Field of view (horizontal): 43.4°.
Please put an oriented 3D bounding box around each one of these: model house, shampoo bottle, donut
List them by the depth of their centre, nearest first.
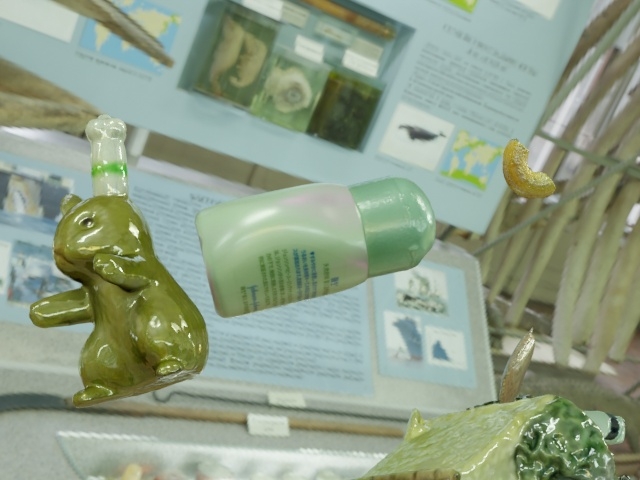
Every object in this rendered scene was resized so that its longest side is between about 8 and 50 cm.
[{"bbox_3d":[0.172,0.347,0.827,0.266,0.261,0.321,-20,86,-44],"label":"model house"},{"bbox_3d":[0.281,-0.097,1.083,0.067,0.083,0.038,-2,6,7],"label":"donut"},{"bbox_3d":[0.000,0.000,1.186,0.349,0.222,0.151,-13,57,-7],"label":"shampoo bottle"}]

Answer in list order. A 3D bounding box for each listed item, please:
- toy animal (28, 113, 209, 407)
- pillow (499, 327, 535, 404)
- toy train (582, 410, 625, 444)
[{"bbox_3d":[-0.276,0.035,1.028,0.180,0.181,0.363,-25,87,-58],"label":"toy animal"},{"bbox_3d":[0.347,0.269,1.463,0.034,0.211,0.135,20,35,20],"label":"pillow"},{"bbox_3d":[0.317,0.264,1.125,0.207,0.043,0.047,-10,-36,31],"label":"toy train"}]
